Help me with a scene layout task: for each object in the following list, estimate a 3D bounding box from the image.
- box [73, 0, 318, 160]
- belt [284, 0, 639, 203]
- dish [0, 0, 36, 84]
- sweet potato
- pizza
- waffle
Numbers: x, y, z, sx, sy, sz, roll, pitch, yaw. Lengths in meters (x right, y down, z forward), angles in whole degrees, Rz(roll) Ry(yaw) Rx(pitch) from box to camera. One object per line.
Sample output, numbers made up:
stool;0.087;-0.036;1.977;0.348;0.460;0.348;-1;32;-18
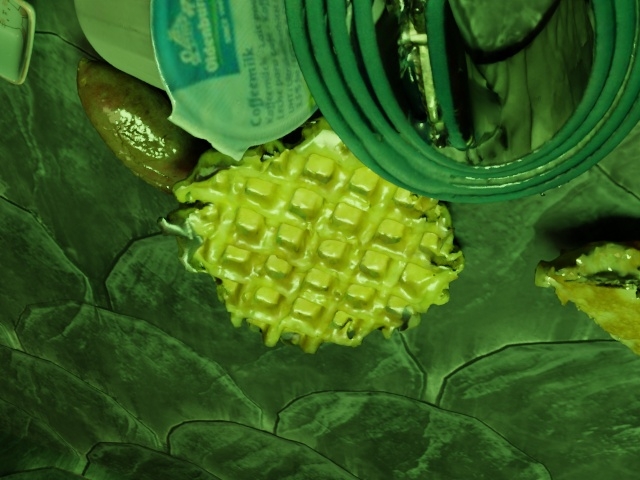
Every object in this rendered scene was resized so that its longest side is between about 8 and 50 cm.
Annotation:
box;-0.104;-0.254;0.771;0.206;0.291;0.262;24;135;39
belt;0.133;-0.209;0.644;0.300;0.173;0.436;-10;150;15
dish;-0.467;-0.324;0.992;0.234;0.064;0.154;31;142;-9
sweet potato;-0.190;-0.108;1.065;0.109;0.109;0.385;-19;130;42
pizza;0.463;0.064;0.883;0.406;0.130;0.440;20;152;7
waffle;0.000;0.000;1.036;0.379;0.095;0.382;-15;130;18
